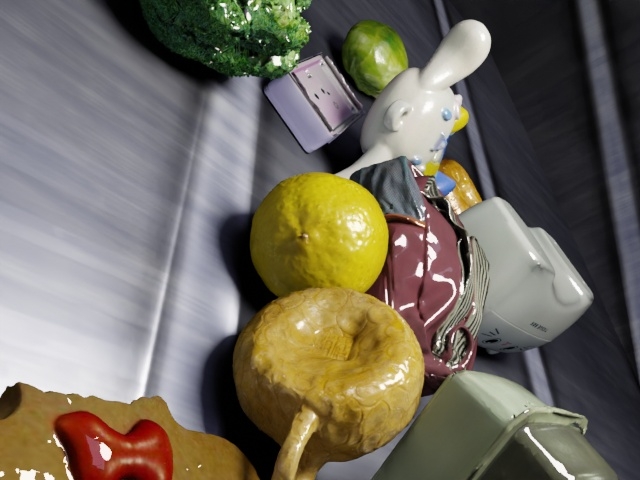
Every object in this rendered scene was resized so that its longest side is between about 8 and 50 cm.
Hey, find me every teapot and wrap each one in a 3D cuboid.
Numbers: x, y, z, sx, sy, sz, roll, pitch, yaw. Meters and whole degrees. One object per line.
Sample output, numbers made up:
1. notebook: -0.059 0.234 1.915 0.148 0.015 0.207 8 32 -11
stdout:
1. teapot: 0.005 0.171 0.791 0.311 0.203 0.167 -66 163 -54

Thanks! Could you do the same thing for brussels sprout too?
1. brussels sprout: 0.125 -0.402 1.616 0.161 0.143 0.181 51 -4 31

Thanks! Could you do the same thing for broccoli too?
1. broccoli: -0.128 -0.374 1.035 0.308 0.275 0.308 39 1 -1

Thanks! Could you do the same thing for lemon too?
1. lemon: 0.000 0.000 0.939 0.178 0.178 0.203 61 14 6

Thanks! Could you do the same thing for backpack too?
1. backpack: 0.147 0.068 1.079 0.283 0.197 0.317 49 29 -46

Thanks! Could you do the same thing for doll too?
1. doll: 0.171 -0.176 1.325 0.187 0.376 0.365 59 6 14

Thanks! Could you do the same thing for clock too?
1. clock: -0.006 -0.248 1.302 0.145 0.073 0.193 55 27 -7

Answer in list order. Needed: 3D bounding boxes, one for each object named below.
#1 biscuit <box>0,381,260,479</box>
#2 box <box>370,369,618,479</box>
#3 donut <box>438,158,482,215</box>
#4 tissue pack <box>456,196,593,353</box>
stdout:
1. biscuit: -0.140 0.289 0.504 0.368 0.076 0.394 27 41 -48
2. box: 0.167 0.289 0.781 0.220 0.291 0.166 22 16 -51
3. donut: 0.270 -0.069 1.545 0.226 0.113 0.227 43 30 -32
4. tissue pack: 0.339 0.083 1.383 0.333 0.236 0.229 26 32 -48
